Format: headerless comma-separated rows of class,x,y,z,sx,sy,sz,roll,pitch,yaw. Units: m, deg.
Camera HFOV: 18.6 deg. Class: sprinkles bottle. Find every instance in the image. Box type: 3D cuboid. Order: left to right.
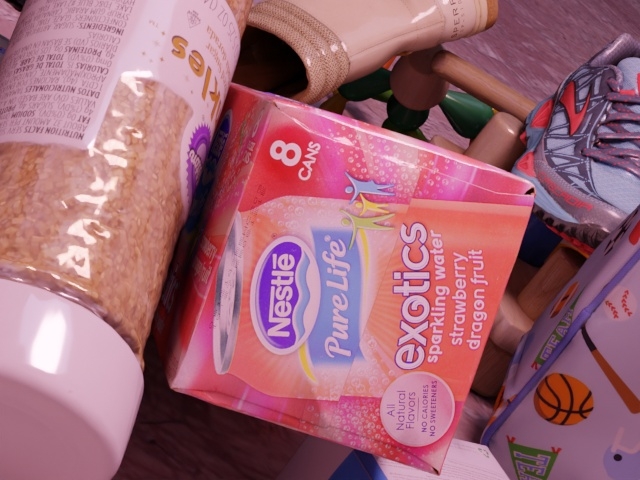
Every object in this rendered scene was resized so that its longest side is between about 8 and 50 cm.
sprinkles bottle,-0.115,-0.047,0.982,0.121,0.121,0.355,29,51,-19

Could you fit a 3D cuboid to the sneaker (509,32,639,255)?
sneaker,0.206,-0.077,1.395,0.104,0.125,0.262,32,24,-12

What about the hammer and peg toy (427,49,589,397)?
hammer and peg toy,0.187,0.010,1.533,0.266,0.127,0.361,25,27,-27

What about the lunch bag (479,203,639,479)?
lunch bag,0.260,0.099,1.244,0.243,0.303,0.115,35,34,-1

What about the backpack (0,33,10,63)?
backpack,-0.171,-0.041,1.105,0.182,0.115,0.152,29,24,-11

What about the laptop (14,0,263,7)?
laptop,-0.146,-0.330,1.600,0.408,0.236,0.382,37,21,1

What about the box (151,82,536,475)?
box,-0.002,0.006,1.060,0.142,0.154,0.300,19,4,-9

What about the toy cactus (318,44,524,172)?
toy cactus,0.086,-0.127,1.655,0.219,0.112,0.180,29,-18,4

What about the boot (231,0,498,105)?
boot,-0.015,-0.176,1.549,0.203,0.095,0.262,-28,29,-30

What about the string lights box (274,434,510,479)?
string lights box,0.085,0.210,1.021,0.133,0.077,0.259,18,27,-40
